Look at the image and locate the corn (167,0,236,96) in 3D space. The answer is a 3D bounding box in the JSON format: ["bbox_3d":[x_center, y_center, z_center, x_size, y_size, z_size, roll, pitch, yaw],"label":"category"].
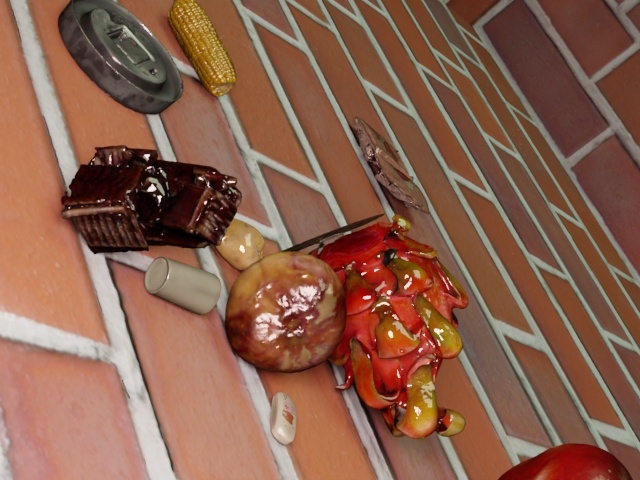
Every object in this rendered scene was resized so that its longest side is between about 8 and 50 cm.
[{"bbox_3d":[-0.201,-0.332,1.990,0.068,0.068,0.207,13,43,-56],"label":"corn"}]

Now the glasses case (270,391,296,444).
[{"bbox_3d":[-0.046,0.220,1.453,0.032,0.021,0.083,40,24,-21],"label":"glasses case"}]

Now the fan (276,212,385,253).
[{"bbox_3d":[0.000,-0.001,1.665,0.329,0.190,0.009,69,-1,-87],"label":"fan"}]

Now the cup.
[{"bbox_3d":[-0.172,0.047,1.447,0.083,0.054,0.075,26,33,-41],"label":"cup"}]

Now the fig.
[{"bbox_3d":[-0.057,0.067,1.525,0.143,0.160,0.231,54,4,-40],"label":"fig"}]

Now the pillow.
[{"bbox_3d":[0.139,-0.148,2.380,0.135,0.049,0.248,33,23,-39],"label":"pillow"}]

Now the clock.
[{"bbox_3d":[-0.297,-0.279,1.753,0.215,0.042,0.215,41,23,-21],"label":"clock"}]

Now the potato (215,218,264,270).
[{"bbox_3d":[-0.114,0.004,1.634,0.083,0.062,0.068,29,13,-1],"label":"potato"}]

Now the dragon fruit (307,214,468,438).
[{"bbox_3d":[0.089,0.120,1.634,0.243,0.227,0.307,36,38,-26],"label":"dragon fruit"}]

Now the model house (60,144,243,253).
[{"bbox_3d":[-0.198,-0.054,1.394,0.164,0.203,0.141,77,13,-79],"label":"model house"}]

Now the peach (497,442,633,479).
[{"bbox_3d":[0.346,0.416,1.686,0.248,0.245,0.274,29,22,30],"label":"peach"}]
